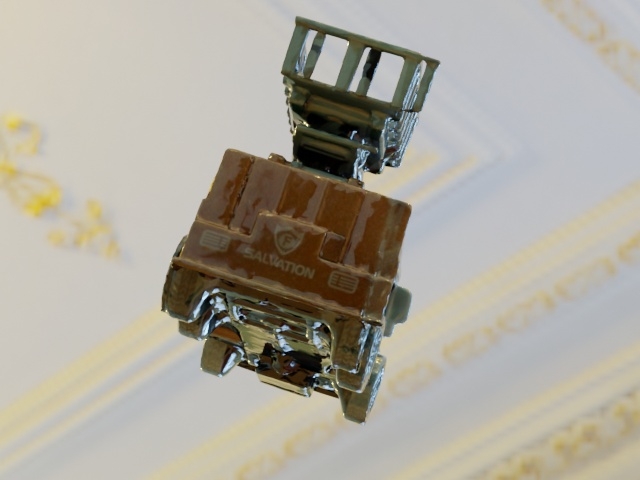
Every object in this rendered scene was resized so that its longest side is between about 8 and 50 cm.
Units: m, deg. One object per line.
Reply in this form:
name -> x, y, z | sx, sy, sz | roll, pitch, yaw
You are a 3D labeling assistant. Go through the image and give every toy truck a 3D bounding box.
toy truck -> -0.001, 0.000, 0.778 | 0.080, 0.115, 0.177 | 17, -14, 6
